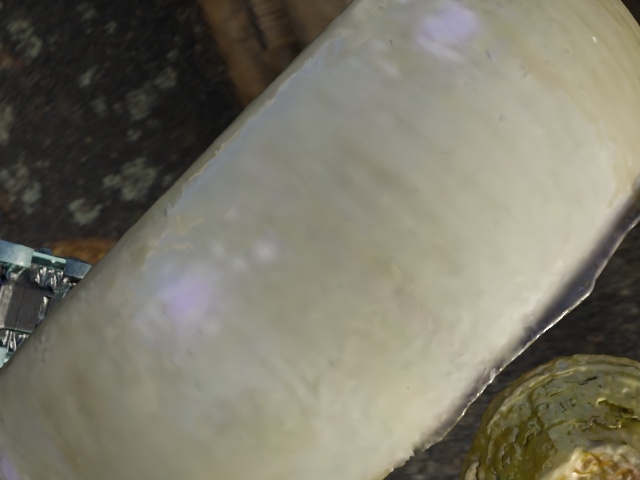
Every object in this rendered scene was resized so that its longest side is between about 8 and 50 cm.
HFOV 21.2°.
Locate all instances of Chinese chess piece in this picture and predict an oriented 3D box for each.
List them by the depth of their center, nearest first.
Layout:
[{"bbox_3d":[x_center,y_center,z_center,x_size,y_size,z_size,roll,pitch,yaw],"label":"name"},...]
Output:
[{"bbox_3d":[0.000,0.008,0.561,0.104,0.257,0.257,44,70,-4],"label":"Chinese chess piece"}]

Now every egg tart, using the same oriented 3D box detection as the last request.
[{"bbox_3d":[0.293,0.266,1.854,0.294,0.123,0.294,-2,110,-5],"label":"egg tart"}]

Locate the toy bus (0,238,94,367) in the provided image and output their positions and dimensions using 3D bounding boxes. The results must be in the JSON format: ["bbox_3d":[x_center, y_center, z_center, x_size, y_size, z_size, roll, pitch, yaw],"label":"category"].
[{"bbox_3d":[-0.348,0.060,1.820,0.165,0.271,0.133,14,87,25],"label":"toy bus"}]
